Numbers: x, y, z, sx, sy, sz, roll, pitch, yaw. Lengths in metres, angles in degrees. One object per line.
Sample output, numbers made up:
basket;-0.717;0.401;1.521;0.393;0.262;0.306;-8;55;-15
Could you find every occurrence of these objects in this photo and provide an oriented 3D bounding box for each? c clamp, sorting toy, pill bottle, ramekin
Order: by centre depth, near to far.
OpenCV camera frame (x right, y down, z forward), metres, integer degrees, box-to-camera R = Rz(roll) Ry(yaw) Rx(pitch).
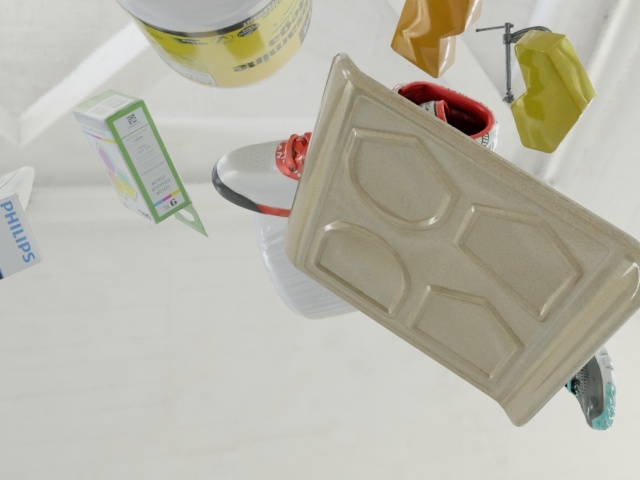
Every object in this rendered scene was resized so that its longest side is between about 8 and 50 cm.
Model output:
sorting toy;0.090;-0.021;0.560;0.041;0.229;0.307;-45;-15;-33
pill bottle;-0.103;-0.261;0.917;0.188;0.187;0.334;-23;-4;1
ramekin;0.000;0.000;1.126;0.109;0.207;0.207;-20;-44;14
c clamp;0.333;-0.293;1.521;0.137;0.160;0.022;-9;-6;34

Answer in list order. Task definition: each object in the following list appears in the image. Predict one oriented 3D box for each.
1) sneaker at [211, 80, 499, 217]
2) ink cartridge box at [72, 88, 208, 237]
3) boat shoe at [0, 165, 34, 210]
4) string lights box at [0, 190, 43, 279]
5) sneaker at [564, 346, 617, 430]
sneaker;0.034;-0.092;0.865;0.270;0.090;0.145;7;-41;-3
ink cartridge box;-0.232;-0.087;1.180;0.062;0.109;0.209;-35;-59;-22
boat shoe;-0.418;-0.056;1.164;0.063;0.184;0.066;15;-66;-6
string lights box;-0.415;0.035;0.873;0.260;0.133;0.076;-27;-73;-27
sneaker;0.222;0.108;0.831;0.076;0.166;0.065;-11;-52;7
